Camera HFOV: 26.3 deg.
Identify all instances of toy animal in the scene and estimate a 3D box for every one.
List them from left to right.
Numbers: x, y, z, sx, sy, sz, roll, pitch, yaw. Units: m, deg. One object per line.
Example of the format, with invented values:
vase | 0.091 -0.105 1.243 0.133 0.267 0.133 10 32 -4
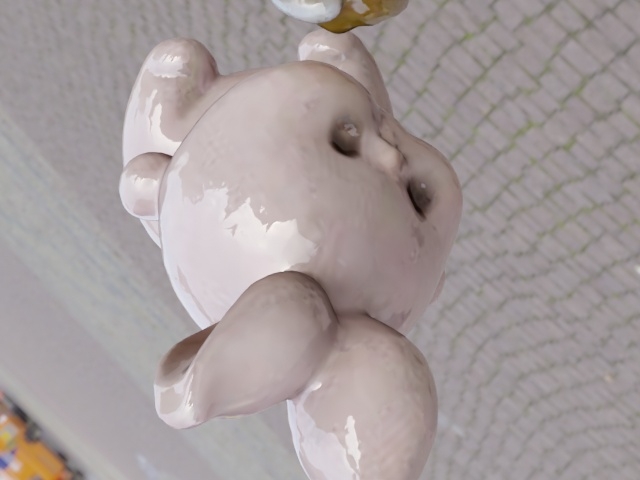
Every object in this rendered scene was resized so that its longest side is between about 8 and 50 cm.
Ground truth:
toy animal | 0.000 -0.002 0.448 0.124 0.124 0.212 51 -179 -26

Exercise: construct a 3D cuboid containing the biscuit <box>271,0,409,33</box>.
biscuit | -0.049 -0.291 0.388 0.064 0.283 0.432 -9 134 13
